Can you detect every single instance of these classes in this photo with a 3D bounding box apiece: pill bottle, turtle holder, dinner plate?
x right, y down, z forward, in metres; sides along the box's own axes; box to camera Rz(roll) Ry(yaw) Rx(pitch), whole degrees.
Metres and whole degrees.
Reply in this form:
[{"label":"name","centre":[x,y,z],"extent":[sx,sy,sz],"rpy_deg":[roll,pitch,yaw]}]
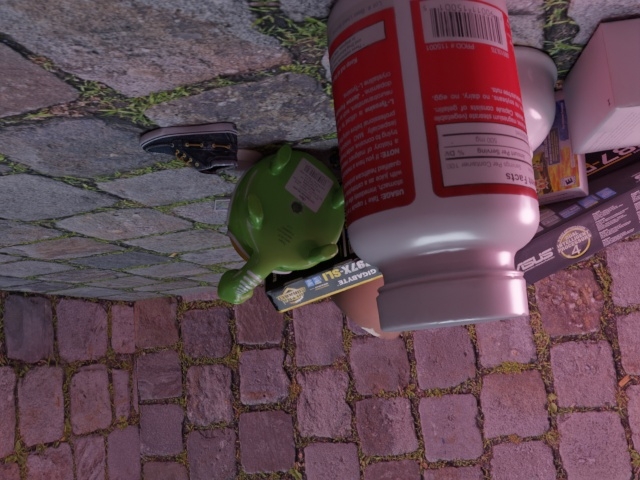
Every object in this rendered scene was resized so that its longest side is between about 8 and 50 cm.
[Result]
[{"label":"pill bottle","centre":[0.137,-0.100,0.805],"extent":[0.229,0.407,0.229],"rpy_deg":[-5,170,-1]},{"label":"turtle holder","centre":[-0.086,-0.022,1.385],"extent":[0.243,0.320,0.227],"rpy_deg":[7,166,-28]},{"label":"dinner plate","centre":[-0.190,-0.165,1.390],"extent":[0.141,0.017,0.141],"rpy_deg":[-4,170,-1]}]

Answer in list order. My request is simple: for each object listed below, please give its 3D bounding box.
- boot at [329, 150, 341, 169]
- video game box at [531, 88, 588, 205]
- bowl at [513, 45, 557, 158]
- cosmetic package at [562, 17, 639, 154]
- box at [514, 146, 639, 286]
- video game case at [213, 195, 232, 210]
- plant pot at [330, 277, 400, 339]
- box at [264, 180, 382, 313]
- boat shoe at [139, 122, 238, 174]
[{"label":"boot","centre":[0.058,-0.173,1.336],"extent":[0.137,0.076,0.198],"rpy_deg":[-5,170,29]},{"label":"video game box","centre":[0.382,-0.160,1.201],"extent":[0.187,0.205,0.048],"rpy_deg":[-15,152,39]},{"label":"bowl","centre":[0.263,-0.177,1.087],"extent":[0.298,0.134,0.298],"rpy_deg":[-11,160,-4]},{"label":"cosmetic package","centre":[0.520,-0.240,1.010],"extent":[0.225,0.138,0.224],"rpy_deg":[-8,170,5]},{"label":"box","centre":[0.473,-0.081,1.252],"extent":[0.395,0.097,0.318],"rpy_deg":[-27,-157,5]},{"label":"video game case","centre":[-0.240,-0.098,1.755],"extent":[0.087,0.011,0.122],"rpy_deg":[-4,170,-11]},{"label":"plant pot","centre":[0.176,0.117,1.894],"extent":[0.191,0.284,0.284],"rpy_deg":[-52,150,19]},{"label":"box","centre":[0.000,0.000,1.531],"extent":[0.257,0.322,0.079],"rpy_deg":[-20,126,11]},{"label":"boat shoe","centre":[-0.239,-0.160,1.190],"extent":[0.183,0.083,0.065],"rpy_deg":[-7,170,6]}]
